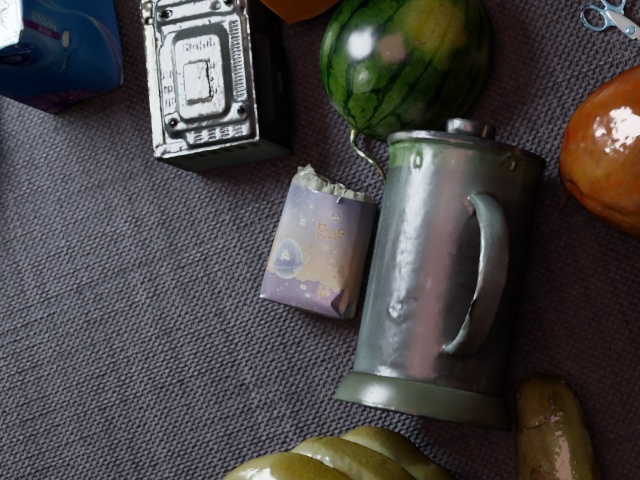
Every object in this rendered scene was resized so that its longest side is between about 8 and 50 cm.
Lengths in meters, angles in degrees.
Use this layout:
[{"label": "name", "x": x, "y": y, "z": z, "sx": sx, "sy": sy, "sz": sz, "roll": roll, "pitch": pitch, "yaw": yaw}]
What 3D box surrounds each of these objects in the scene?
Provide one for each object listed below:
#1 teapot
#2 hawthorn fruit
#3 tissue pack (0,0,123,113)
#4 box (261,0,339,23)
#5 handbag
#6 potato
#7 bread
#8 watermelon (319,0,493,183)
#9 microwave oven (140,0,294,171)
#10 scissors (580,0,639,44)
[{"label": "teapot", "x": 0.146, "y": 0.031, "z": 1.681, "sx": 0.200, "sy": 0.270, "sz": 0.337, "roll": 11, "pitch": 85, "yaw": -10}, {"label": "hawthorn fruit", "x": 0.357, "y": -0.087, "z": 1.645, "sx": 0.262, "sy": 0.210, "sz": 0.210, "roll": -17, "pitch": 77, "yaw": 30}, {"label": "tissue pack", "x": -0.368, "y": -0.288, "z": 1.907, "sx": 0.146, "sy": 0.263, "sz": 0.198, "roll": -16, "pitch": 78, "yaw": 19}, {"label": "box", "x": -0.084, "y": -0.453, "z": 1.822, "sx": 0.143, "sy": 0.225, "sz": 0.341, "roll": -29, "pitch": 66, "yaw": 16}, {"label": "handbag", "x": 0.000, "y": 0.000, "z": 1.823, "sx": 0.117, "sy": 0.095, "sz": 0.173, "roll": 14, "pitch": 91, "yaw": 19}, {"label": "potato", "x": 0.259, "y": 0.238, "z": 1.699, "sx": 0.105, "sy": 0.085, "sz": 0.188, "roll": -20, "pitch": 72, "yaw": 40}, {"label": "bread", "x": 0.042, "y": 0.341, "z": 1.632, "sx": 0.210, "sy": 0.341, "sz": 0.300, "roll": -36, "pitch": 70, "yaw": 24}, {"label": "watermelon", "x": 0.083, "y": -0.218, "z": 1.799, "sx": 0.232, "sy": 0.127, "sz": 0.204, "roll": -45, "pitch": 66, "yaw": 13}, {"label": "microwave oven", "x": -0.128, "y": -0.200, "z": 1.877, "sx": 0.163, "sy": 0.129, "sz": 0.205, "roll": -10, "pitch": 81, "yaw": 21}, {"label": "scissors", "x": 0.353, "y": -0.242, "z": 1.758, "sx": 0.119, "sy": 0.014, "sz": 0.058, "roll": 46, "pitch": 104, "yaw": 23}]
